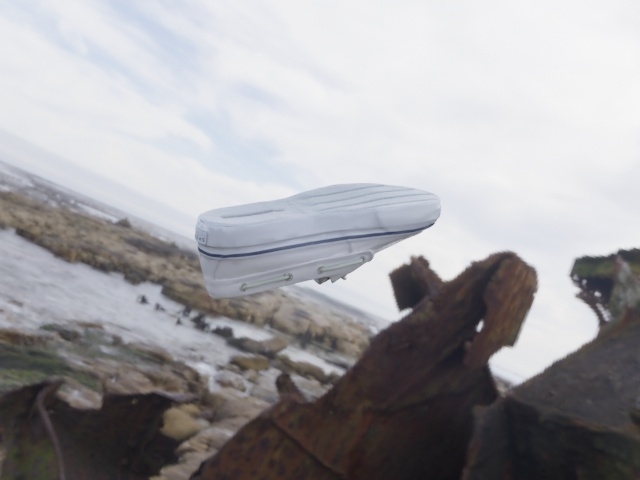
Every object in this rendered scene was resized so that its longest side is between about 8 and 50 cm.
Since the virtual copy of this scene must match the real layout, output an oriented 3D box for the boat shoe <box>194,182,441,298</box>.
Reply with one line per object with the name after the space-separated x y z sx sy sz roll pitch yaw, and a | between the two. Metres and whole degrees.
0.000 0.000 0.670 0.226 0.076 0.083 -7 23 -20 | boat shoe
